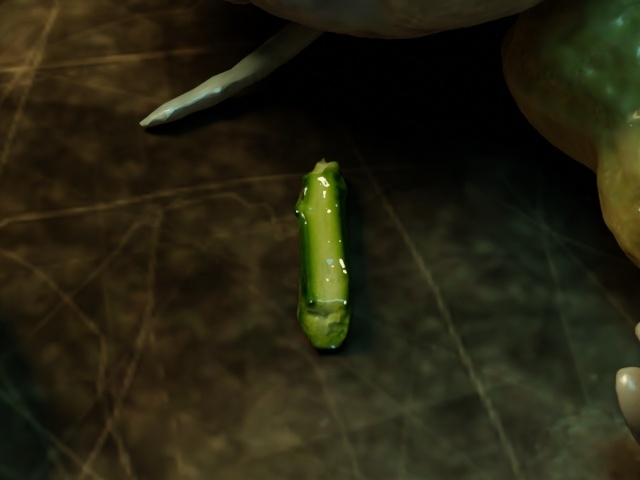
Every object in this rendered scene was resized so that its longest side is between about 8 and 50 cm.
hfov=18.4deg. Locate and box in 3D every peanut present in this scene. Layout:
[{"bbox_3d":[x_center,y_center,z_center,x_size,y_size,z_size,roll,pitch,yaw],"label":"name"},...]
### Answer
[{"bbox_3d":[0.164,-0.040,0.877,0.108,0.095,0.226,-27,57,-19],"label":"peanut"}]

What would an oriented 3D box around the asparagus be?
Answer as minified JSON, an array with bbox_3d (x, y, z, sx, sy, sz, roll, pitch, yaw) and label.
[{"bbox_3d":[0.001,0.000,0.883,0.025,0.021,0.108,0,51,-2],"label":"asparagus"}]

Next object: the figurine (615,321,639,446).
[{"bbox_3d":[0.181,0.080,0.763,0.138,0.125,0.125,-18,40,36],"label":"figurine"}]

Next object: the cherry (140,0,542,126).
[{"bbox_3d":[0.028,-0.251,0.884,0.291,0.335,0.326,-14,54,-10],"label":"cherry"}]
